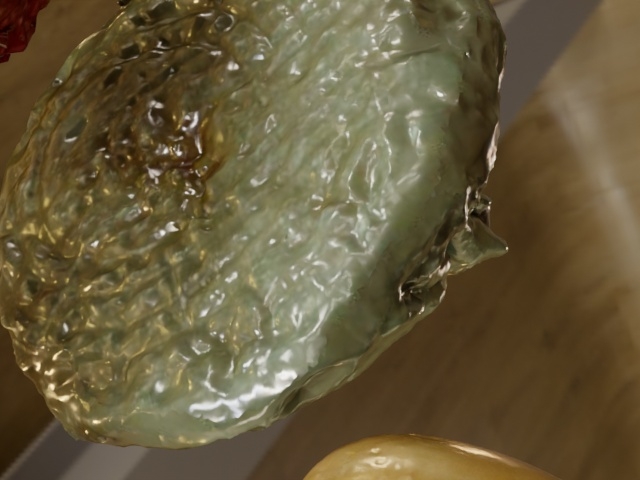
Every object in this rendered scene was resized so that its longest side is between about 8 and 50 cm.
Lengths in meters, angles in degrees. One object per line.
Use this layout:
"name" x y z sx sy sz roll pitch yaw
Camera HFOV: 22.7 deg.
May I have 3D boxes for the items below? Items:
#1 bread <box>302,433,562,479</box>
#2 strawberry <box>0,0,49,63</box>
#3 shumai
"bread" 0.071 0.150 0.677 0.114 0.189 0.077 -65 -19 -12
"strawberry" -0.220 -0.180 0.679 0.274 0.220 0.274 27 -150 -18
"shumai" 0.000 0.000 0.894 0.263 0.309 0.304 37 -144 -52
